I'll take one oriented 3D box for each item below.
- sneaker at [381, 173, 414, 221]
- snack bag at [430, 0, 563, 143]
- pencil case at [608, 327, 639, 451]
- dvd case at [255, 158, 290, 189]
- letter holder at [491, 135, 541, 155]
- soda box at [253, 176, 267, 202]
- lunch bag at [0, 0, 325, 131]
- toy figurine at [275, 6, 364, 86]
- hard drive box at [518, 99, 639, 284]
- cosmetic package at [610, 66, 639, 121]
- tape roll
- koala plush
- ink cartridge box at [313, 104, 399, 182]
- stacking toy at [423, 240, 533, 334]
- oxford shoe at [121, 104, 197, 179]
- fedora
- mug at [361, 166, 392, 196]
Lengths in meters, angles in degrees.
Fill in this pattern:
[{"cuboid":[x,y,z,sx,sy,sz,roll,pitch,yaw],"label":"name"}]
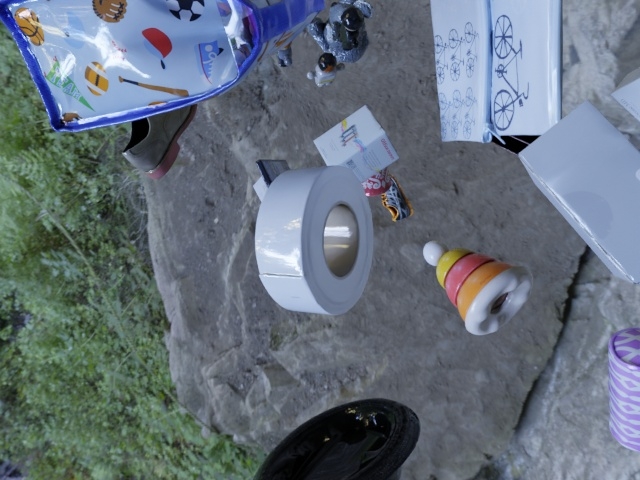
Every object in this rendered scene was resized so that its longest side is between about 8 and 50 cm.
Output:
[{"cuboid":[0.263,-0.168,1.739,0.083,0.084,0.214,-35,91,-15],"label":"sneaker"},{"cuboid":[0.263,-0.314,0.734,0.037,0.342,0.322,-10,105,-10],"label":"snack bag"},{"cuboid":[0.469,0.218,0.674,0.088,0.086,0.205,-10,123,17],"label":"pencil case"},{"cuboid":[-0.120,-0.177,1.499,0.022,0.253,0.180,-24,93,17],"label":"dvd case"},{"cuboid":[0.740,-0.426,1.792,0.302,0.215,0.151,38,131,28],"label":"letter holder"},{"cuboid":[-0.179,-0.156,1.795,0.074,0.216,0.069,-46,145,22],"label":"soda box"},{"cuboid":[-0.209,-0.339,0.724,0.386,0.327,0.238,-1,124,20],"label":"lunch bag"},{"cuboid":[-0.010,-0.537,1.225,0.213,0.148,0.209,30,84,-2],"label":"toy figurine"},{"cuboid":[0.347,-0.047,0.568,0.089,0.232,0.181,-41,71,22],"label":"hard drive box"},{"cuboid":[0.773,-0.352,1.008,0.117,0.231,0.085,42,79,1],"label":"cosmetic package"},{"cuboid":[0.000,0.000,0.893,0.100,0.286,0.285,2,114,31],"label":"tape roll"},{"cuboid":[0.083,-0.697,1.510,0.196,0.221,0.203,-33,99,0],"label":"koala plush"},{"cuboid":[0.100,-0.250,1.271,0.176,0.127,0.128,-32,146,10],"label":"ink cartridge box"},{"cuboid":[0.636,0.142,2.036,0.351,0.480,0.350,-20,133,-22],"label":"stacking toy"},{"cuboid":[-0.438,-0.347,1.279,0.123,0.347,0.130,-8,152,33],"label":"oxford shoe"},{"cuboid":[0.046,0.432,0.834,0.335,0.334,0.152,-21,96,3],"label":"fedora"},{"cuboid":[0.140,-0.241,1.453,0.151,0.113,0.169,16,140,32],"label":"mug"}]
